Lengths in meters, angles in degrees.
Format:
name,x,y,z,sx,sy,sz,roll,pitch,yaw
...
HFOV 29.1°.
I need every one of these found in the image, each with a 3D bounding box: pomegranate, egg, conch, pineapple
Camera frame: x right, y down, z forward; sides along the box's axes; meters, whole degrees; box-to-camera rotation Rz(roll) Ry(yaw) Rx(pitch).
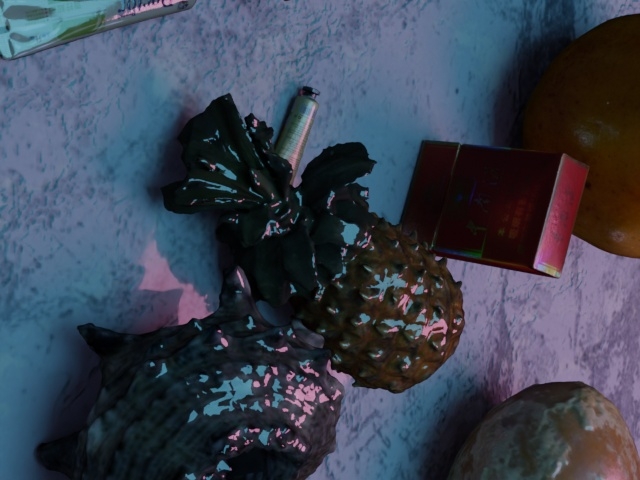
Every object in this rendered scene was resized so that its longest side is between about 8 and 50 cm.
name,x,y,z,sx,sy,sz,roll,pitch,yaw
pomegranate,0.345,-0.105,1.269,0.264,0.264,0.264,-7,101,-40
egg,0.230,0.261,1.258,0.203,0.203,0.245,15,97,-41
conch,-0.098,0.178,0.999,0.240,0.186,0.313,30,79,-52
pineapple,0.000,0.000,1.070,0.170,0.141,0.310,-44,119,7

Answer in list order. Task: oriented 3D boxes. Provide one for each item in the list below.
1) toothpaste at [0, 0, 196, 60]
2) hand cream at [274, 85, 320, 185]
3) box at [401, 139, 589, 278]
name,x,y,z,sx,sy,sz,roll,pitch,yaw
toothpaste,-0.166,-0.183,0.966,0.197,0.029,0.048,-20,109,-34
hand cream,-0.025,-0.089,1.108,0.035,0.022,0.102,21,88,-41
box,0.159,-0.033,1.170,0.048,0.175,0.112,19,84,-42
